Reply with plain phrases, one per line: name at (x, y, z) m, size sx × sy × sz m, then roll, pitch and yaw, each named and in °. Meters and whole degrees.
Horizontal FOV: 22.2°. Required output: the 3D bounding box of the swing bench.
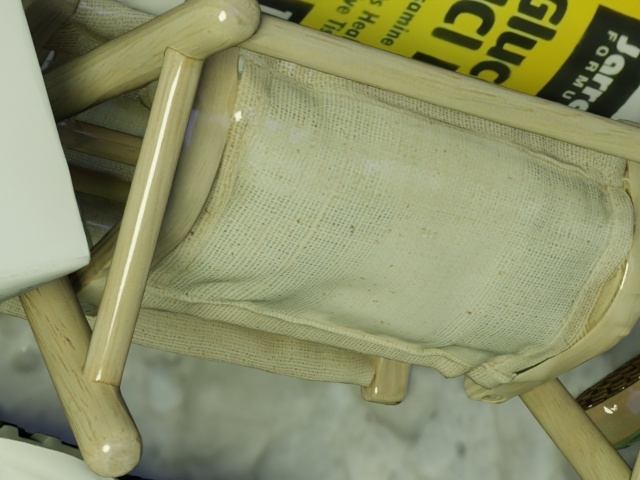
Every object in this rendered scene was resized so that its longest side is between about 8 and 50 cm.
swing bench at (0.000, 0.000, 0.653) m, size 0.253 × 0.255 × 0.165 m, roll 14°, pitch 95°, yaw -29°

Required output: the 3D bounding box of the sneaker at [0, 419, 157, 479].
sneaker at (-0.120, 0.131, 0.651) m, size 0.271 × 0.100 × 0.108 m, roll 26°, pitch 75°, yaw -30°

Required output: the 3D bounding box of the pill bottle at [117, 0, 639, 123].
pill bottle at (0.070, -0.146, 0.775) m, size 0.334 × 0.188 × 0.188 m, roll 14°, pitch 73°, yaw -28°

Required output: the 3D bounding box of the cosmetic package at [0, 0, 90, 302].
cosmetic package at (-0.232, -0.011, 0.542) m, size 0.225 × 0.224 × 0.138 m, roll -16°, pitch 88°, yaw -32°

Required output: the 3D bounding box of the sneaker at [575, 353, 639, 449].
sneaker at (0.221, 0.086, 0.892) m, size 0.192 × 0.064 × 0.086 m, roll -29°, pitch 91°, yaw -35°
